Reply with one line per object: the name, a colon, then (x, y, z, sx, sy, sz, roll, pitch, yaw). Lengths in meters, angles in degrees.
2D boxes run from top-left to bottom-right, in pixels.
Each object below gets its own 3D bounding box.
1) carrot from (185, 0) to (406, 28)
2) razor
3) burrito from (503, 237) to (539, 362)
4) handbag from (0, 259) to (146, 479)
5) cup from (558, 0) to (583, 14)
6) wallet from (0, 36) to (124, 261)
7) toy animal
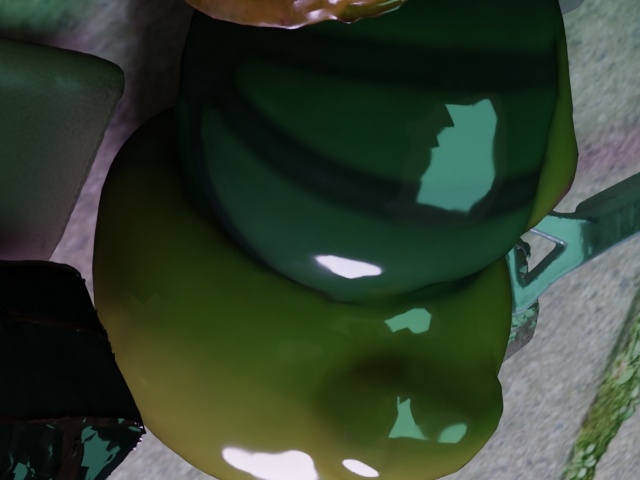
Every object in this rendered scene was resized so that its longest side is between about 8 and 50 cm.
carrot: (-0.002, -0.211, 0.711, 0.159, 0.159, 0.225, -29, 138, -20)
razor: (0.182, -0.025, 1.115, 0.278, 0.056, 0.111, -21, 110, -35)
burrito: (0.074, 0.064, 1.125, 0.149, 0.041, 0.055, -45, 129, -2)
handbag: (-0.193, 0.097, 0.803, 0.169, 0.155, 0.215, 15, 130, -43)
cup: (0.085, -0.118, 0.959, 0.083, 0.054, 0.075, -19, 135, -34)
wallet: (-0.165, -0.038, 0.811, 0.152, 0.039, 0.118, 8, 118, -42)
toy animal: (-0.002, -0.001, 0.872, 0.191, 0.216, 0.338, 5, 126, -14)
